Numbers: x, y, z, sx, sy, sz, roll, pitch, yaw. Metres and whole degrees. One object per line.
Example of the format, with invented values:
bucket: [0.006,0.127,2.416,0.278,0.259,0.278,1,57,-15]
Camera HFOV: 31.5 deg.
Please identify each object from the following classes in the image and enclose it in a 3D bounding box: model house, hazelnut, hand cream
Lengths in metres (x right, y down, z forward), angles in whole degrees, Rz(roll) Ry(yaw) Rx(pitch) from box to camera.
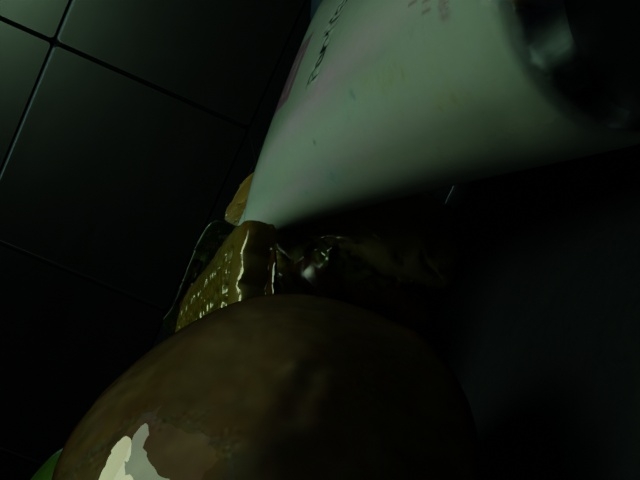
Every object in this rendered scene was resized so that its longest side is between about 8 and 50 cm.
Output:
model house: [-0.094,0.074,1.240,0.167,0.117,0.088,-60,28,26]
hazelnut: [-0.021,0.128,0.473,0.214,0.176,0.214,10,-90,-74]
hand cream: [0.047,-0.091,0.573,0.359,0.118,0.185,-7,63,65]

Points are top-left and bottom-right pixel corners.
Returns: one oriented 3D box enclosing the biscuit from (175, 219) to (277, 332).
biscuit: [-0.070,0.095,0.706,0.254,0.029,0.172,139,137,-69]

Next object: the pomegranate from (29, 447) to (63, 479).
pomegranate: [-0.208,0.297,1.057,0.187,0.187,0.225,-58,8,43]

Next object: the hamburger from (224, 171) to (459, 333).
hamburger: [0.000,0.000,0.786,0.124,0.131,0.262,-66,14,3]

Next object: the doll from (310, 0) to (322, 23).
doll: [0.082,-0.212,0.804,0.228,0.154,0.258,-94,16,-58]
